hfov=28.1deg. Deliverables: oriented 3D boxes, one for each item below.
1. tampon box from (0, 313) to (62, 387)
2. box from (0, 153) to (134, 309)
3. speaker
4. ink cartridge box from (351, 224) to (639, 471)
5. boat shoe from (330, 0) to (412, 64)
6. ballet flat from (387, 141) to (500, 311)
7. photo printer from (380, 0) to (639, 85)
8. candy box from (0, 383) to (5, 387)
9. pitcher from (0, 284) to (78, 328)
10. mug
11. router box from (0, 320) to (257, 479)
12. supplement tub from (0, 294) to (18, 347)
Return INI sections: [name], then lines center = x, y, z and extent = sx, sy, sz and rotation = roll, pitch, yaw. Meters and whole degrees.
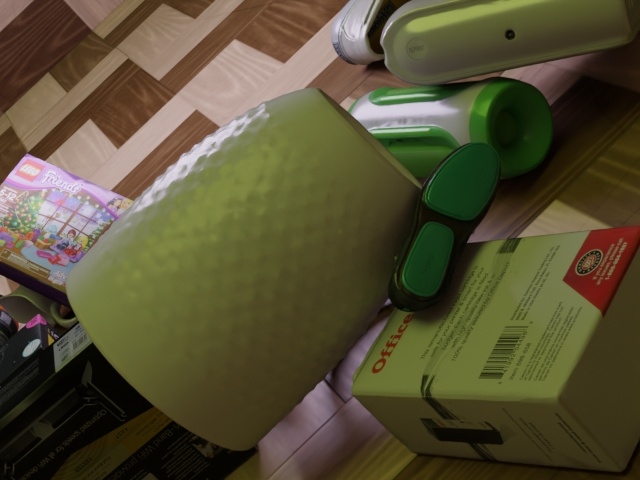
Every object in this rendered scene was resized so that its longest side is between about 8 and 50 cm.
[tampon box]
center = -0.451, 0.216, 1.948
extent = 0.161, 0.101, 0.120
rotation = -41, 26, 3
[box]
center = -0.418, -0.006, 2.099
extent = 0.293, 0.057, 0.201
rotation = 23, 61, 18
[speaker]
center = 0.152, -0.138, 1.617
extent = 0.131, 0.131, 0.297
rotation = -52, 28, -20
[ink cartridge box]
center = 0.188, 0.101, 1.212
extent = 0.273, 0.114, 0.197
rotation = -5, 44, 51
[boat shoe]
center = 0.168, -0.432, 2.041
extent = 0.367, 0.136, 0.156
rotation = -51, 26, -10
[ballet flat]
center = 0.119, -0.010, 1.278
extent = 0.074, 0.074, 0.203
rotation = -10, 43, 48
[photo printer]
center = 0.232, -0.271, 1.568
extent = 0.308, 0.107, 0.256
rotation = -9, 13, 22
[candy box]
center = -0.335, 0.243, 1.671
extent = 0.196, 0.165, 0.070
rotation = -28, 29, 27
[pitcher]
center = -0.424, 0.051, 2.169
extent = 0.178, 0.125, 0.207
rotation = 14, 61, 28
[mug]
center = -0.035, 0.025, 1.396
extent = 0.328, 0.374, 0.276
rotation = -46, 57, 8
[router box]
center = -0.268, 0.246, 1.484
extent = 0.309, 0.243, 0.081
rotation = -39, 26, 5
[supplement tub]
center = -0.575, 0.171, 2.191
extent = 0.106, 0.106, 0.198
rotation = -35, 26, 16
